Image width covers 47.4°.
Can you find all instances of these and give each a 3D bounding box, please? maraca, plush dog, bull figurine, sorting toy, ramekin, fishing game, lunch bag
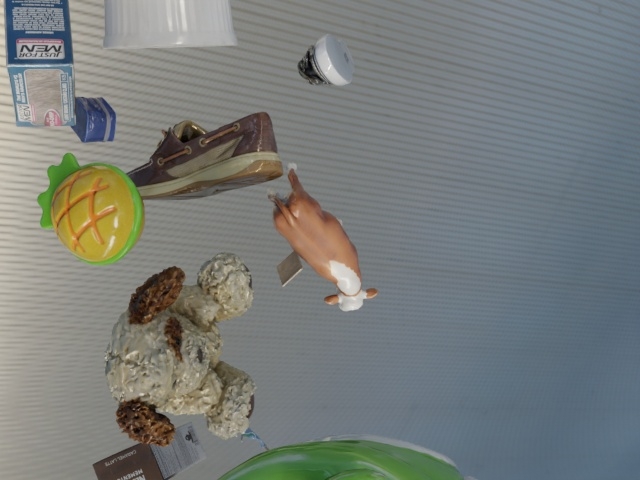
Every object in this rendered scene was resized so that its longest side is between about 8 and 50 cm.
[{"bbox_3d":[-0.295,-0.041,0.924,0.099,0.186,0.127,18,97,-60],"label":"maraca"},{"bbox_3d":[-0.208,0.145,0.971,0.211,0.225,0.262,0,88,12],"label":"plush dog"},{"bbox_3d":[0.000,0.000,1.367,0.101,0.188,0.310,-29,132,6],"label":"bull figurine"},{"bbox_3d":[-0.049,0.045,1.402,0.083,0.062,0.012,-43,129,20],"label":"sorting toy"},{"bbox_3d":[-0.313,-0.467,1.505,0.278,0.277,0.135,-7,106,-16],"label":"ramekin"},{"bbox_3d":[-0.174,0.313,1.316,0.041,0.189,0.264,-46,140,-13],"label":"fishing game"},{"bbox_3d":[-0.419,-0.225,1.353,0.065,0.098,0.067,-6,129,-38],"label":"lunch bag"}]

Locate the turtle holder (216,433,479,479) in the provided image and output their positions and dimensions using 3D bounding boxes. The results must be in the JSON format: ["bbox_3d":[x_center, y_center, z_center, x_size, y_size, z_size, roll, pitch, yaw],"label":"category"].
[{"bbox_3d":[0.005,0.279,0.523,0.320,0.243,0.227,-44,155,14],"label":"turtle holder"}]

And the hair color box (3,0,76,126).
[{"bbox_3d":[-0.494,-0.389,1.277,0.105,0.347,0.174,-4,156,-18],"label":"hair color box"}]

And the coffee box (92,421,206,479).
[{"bbox_3d":[-0.376,0.495,1.636,0.141,0.098,0.246,-27,170,10],"label":"coffee box"}]

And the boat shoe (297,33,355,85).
[{"bbox_3d":[0.002,-0.276,1.143,0.076,0.228,0.080,-21,106,14],"label":"boat shoe"}]

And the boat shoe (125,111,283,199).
[{"bbox_3d":[-0.210,-0.138,1.207,0.342,0.123,0.123,-9,178,38],"label":"boat shoe"}]
